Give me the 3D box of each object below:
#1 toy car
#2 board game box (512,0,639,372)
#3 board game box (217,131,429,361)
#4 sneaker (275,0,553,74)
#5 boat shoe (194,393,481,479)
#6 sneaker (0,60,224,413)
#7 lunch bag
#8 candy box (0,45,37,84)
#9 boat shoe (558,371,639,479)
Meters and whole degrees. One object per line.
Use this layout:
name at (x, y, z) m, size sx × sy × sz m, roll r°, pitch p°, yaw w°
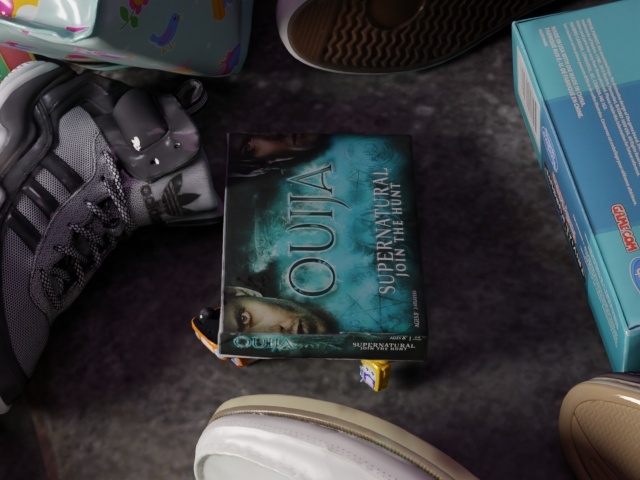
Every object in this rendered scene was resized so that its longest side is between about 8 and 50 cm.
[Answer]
toy car at (-0.019, 0.074, 1.023) m, size 0.122 × 0.041 × 0.060 m, roll 25°, pitch 42°, yaw 25°
board game box at (0.315, -0.060, 1.048) m, size 0.336 × 0.079 × 0.254 m, roll -12°, pitch 54°, yaw -1°
board game box at (0.000, 0.000, 1.051) m, size 0.126 × 0.026 × 0.186 m, roll 1°, pitch 43°, yaw -2°
sneaker at (0.087, -0.205, 1.181) m, size 0.290 × 0.106 × 0.123 m, roll -20°, pitch 47°, yaw -18°
boat shoe at (0.050, 0.181, 0.892) m, size 0.302 × 0.113 × 0.103 m, roll 23°, pitch 55°, yaw 21°
sneaker at (-0.145, -0.011, 1.063) m, size 0.153 × 0.101 × 0.269 m, roll -1°, pitch 52°, yaw 10°
lunch bag at (-0.134, -0.247, 1.081) m, size 0.160 × 0.223 × 0.262 m, roll 7°, pitch 90°, yaw 22°
candy box at (-0.352, -0.258, 1.169) m, size 0.122 × 0.268 × 0.317 m, roll -32°, pitch 58°, yaw -11°
boat shoe at (0.267, 0.139, 0.908) m, size 0.285 × 0.103 × 0.092 m, roll 19°, pitch 34°, yaw 34°
